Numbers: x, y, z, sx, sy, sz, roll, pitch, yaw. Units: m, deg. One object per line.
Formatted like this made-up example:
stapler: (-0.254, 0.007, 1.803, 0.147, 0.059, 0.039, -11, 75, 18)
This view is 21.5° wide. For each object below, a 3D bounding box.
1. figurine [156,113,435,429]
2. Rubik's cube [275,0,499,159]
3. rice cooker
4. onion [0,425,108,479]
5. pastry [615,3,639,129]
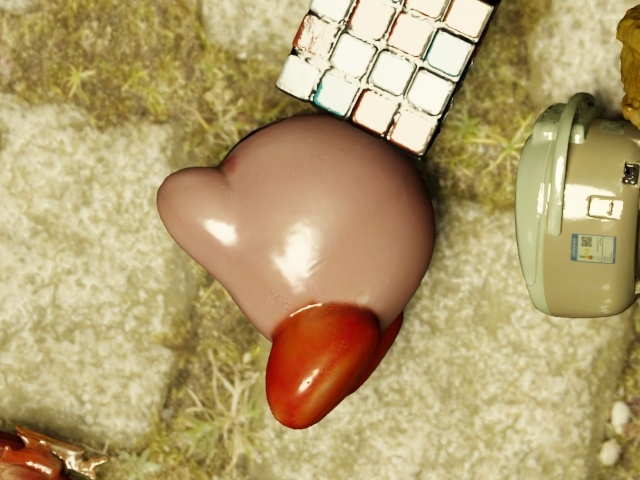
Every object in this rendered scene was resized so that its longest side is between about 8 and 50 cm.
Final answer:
figurine: (0.008, 0.003, 1.544, 0.211, 0.270, 0.261, -34, 85, 10)
Rubik's cube: (0.067, -0.184, 1.518, 0.151, 0.154, 0.155, 25, 107, 5)
rice cooker: (0.242, -0.027, 1.526, 0.127, 0.145, 0.206, 10, 113, 17)
onion: (-0.332, 0.342, 1.647, 0.354, 0.353, 0.353, 3, 105, 11)
pastry: (0.350, -0.154, 1.455, 0.189, 0.188, 0.103, -2, 112, 12)
